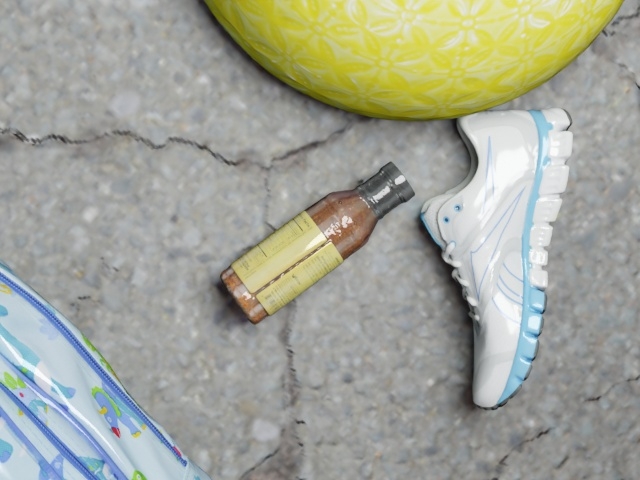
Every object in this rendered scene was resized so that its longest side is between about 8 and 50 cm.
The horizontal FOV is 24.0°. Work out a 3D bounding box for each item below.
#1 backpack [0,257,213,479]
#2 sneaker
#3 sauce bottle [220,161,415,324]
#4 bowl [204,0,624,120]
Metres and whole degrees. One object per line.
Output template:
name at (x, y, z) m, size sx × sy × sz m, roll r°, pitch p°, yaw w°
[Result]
backpack at (-0.231, 0.131, 0.806) m, size 0.290 × 0.273 × 0.355 m, roll -31°, pitch 91°, yaw 8°
sneaker at (0.099, 0.008, 0.930) m, size 0.083 × 0.071 × 0.190 m, roll 7°, pitch 90°, yaw -6°
sauce bottle at (0.000, 0.000, 0.916) m, size 0.128 × 0.042 × 0.042 m, roll -34°, pitch 104°, yaw -4°
bowl at (0.066, -0.207, 0.820) m, size 0.290 × 0.156 × 0.289 m, roll -1°, pitch 95°, yaw -9°
